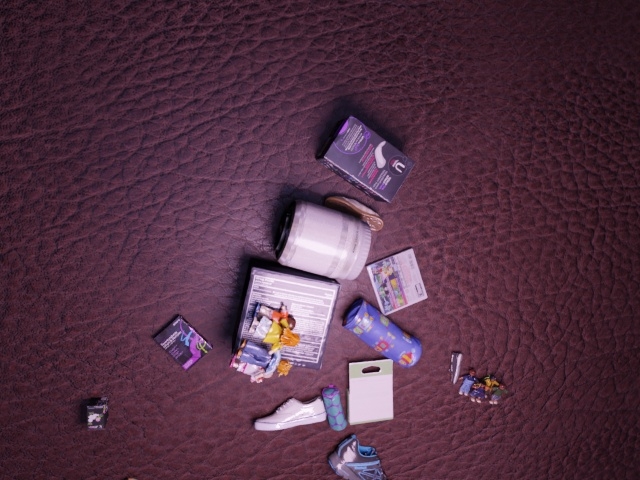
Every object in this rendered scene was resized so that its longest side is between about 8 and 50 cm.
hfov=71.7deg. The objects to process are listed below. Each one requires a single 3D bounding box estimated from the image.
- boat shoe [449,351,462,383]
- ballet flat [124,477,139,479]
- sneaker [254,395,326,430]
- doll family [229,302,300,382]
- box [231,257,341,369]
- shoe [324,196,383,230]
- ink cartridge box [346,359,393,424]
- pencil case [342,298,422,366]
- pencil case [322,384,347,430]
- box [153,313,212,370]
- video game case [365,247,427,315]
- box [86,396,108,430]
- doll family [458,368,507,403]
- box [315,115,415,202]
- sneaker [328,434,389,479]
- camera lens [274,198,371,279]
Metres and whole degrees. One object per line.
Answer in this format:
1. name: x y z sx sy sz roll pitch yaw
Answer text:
1. boat shoe: 0.516 0.489 1.704 0.038 0.046 0.125 13 110 31
2. ballet flat: -0.671 0.926 1.511 0.073 0.080 0.232 22 94 -28
3. sneaker: -0.111 0.614 1.581 0.258 0.094 0.091 -6 77 -13
4. doll family: -0.154 0.324 1.321 0.163 0.118 0.263 25 93 -13
5. box: -0.118 0.237 1.468 0.296 0.183 0.294 13 97 -12
6. shoe: 0.116 -0.098 1.539 0.219 0.058 0.076 24 123 -9
7. ink cartridge box: 0.181 0.552 1.638 0.171 0.056 0.235 -3 95 -11
8. pencil case: 0.223 0.330 1.582 0.306 0.133 0.119 36 125 -13
9. pencil case: 0.051 0.611 1.613 0.064 0.070 0.151 -9 104 16
10. box: -0.462 0.345 1.494 0.116 0.029 0.162 -43 102 -3
11. video game case: 0.280 0.152 1.619 0.183 0.023 0.201 -21 102 -8
12. box: -0.731 0.568 1.453 0.052 0.062 0.083 2 97 -13
13. doll family: 0.628 0.563 1.716 0.193 0.076 0.111 9 115 -17
14. box: 0.146 -0.265 1.471 0.270 0.143 0.165 33 90 -14
15. sneaker: 0.193 0.864 1.649 0.341 0.125 0.139 41 84 -16
16. camera lens: 0.000 0.000 1.440 0.274 0.219 0.219 17 94 -13
